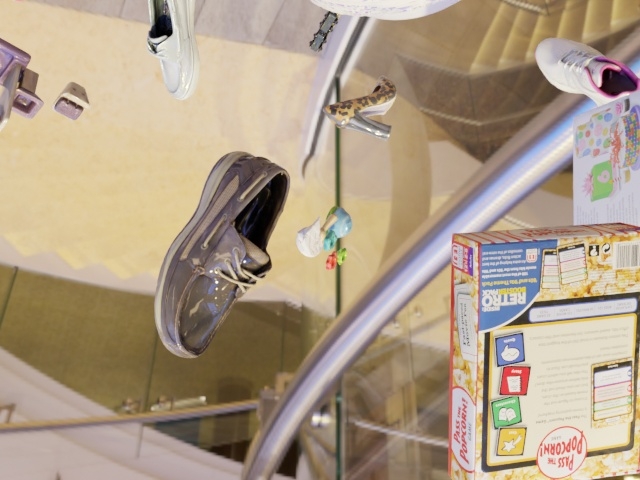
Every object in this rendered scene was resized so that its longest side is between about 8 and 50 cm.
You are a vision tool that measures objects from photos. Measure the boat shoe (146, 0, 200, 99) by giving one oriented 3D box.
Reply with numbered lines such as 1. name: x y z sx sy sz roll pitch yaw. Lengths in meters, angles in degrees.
1. boat shoe: -0.258 -0.344 1.281 0.079 0.081 0.227 22 123 33

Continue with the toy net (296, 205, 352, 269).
1. toy net: 0.000 0.000 1.496 0.045 0.122 0.232 19 -167 23

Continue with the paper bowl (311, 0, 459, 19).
1. paper bowl: 0.093 -0.356 0.831 0.284 0.284 0.148 -12 144 16

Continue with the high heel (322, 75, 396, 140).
1. high heel: 0.105 -0.388 2.056 0.186 0.261 0.093 18 137 -11

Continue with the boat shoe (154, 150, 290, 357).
1. boat shoe: -0.151 0.018 1.219 0.130 0.355 0.132 8 164 40

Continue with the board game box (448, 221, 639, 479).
1. board game box: 0.172 0.088 0.577 0.146 0.045 0.193 -3 100 -15

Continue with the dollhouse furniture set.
1. dollhouse furniture set: -0.242 -0.074 0.565 0.091 0.081 0.114 28 128 -35

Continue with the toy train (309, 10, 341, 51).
1. toy train: 0.019 -0.373 1.279 0.027 0.036 0.158 32 150 -6

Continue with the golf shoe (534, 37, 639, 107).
1. golf shoe: 0.575 -0.359 1.612 0.115 0.306 0.140 -47 148 3

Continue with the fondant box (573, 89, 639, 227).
1. fondant box: 0.545 -0.120 1.213 0.096 0.238 0.330 6 170 -22
